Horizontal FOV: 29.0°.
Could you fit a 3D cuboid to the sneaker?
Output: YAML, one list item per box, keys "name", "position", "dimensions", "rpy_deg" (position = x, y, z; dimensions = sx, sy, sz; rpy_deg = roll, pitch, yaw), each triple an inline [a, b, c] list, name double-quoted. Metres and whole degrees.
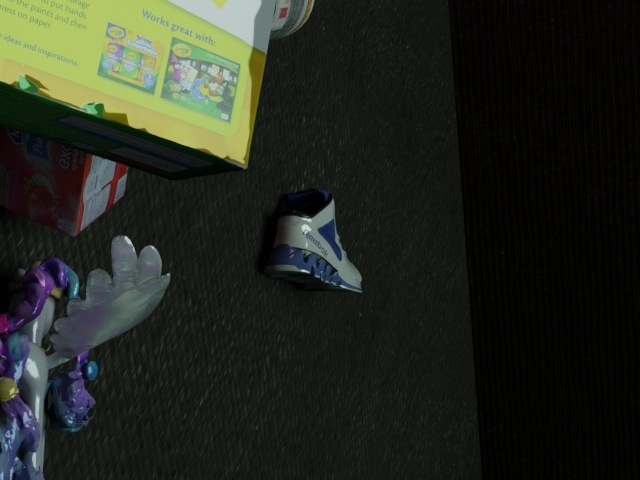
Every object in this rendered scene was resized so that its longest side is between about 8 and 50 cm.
- name: "sneaker"
  position: [-0.001, 0.000, 2.382]
  dimensions: [0.315, 0.127, 0.182]
  rpy_deg: [27, 67, -65]

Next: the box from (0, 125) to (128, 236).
- name: "box"
  position: [-0.300, -0.154, 1.489]
  dimensions: [0.128, 0.122, 0.257]
  rpy_deg: [-52, 161, -56]

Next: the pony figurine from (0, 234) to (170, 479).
- name: "pony figurine"
  position: [-0.341, 0.141, 1.368]
  dimensions: [0.351, 0.302, 0.364]
  rpy_deg: [121, -23, -64]

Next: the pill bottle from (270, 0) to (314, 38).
- name: "pill bottle"
  position: [-0.127, -0.398, 2.009]
  dimensions: [0.278, 0.162, 0.162]
  rpy_deg: [-34, 122, -66]

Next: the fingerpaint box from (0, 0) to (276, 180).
- name: "fingerpaint box"
  position: [-0.263, -0.300, 1.252]
  dimensions: [0.444, 0.163, 0.371]
  rpy_deg: [17, 77, -37]
